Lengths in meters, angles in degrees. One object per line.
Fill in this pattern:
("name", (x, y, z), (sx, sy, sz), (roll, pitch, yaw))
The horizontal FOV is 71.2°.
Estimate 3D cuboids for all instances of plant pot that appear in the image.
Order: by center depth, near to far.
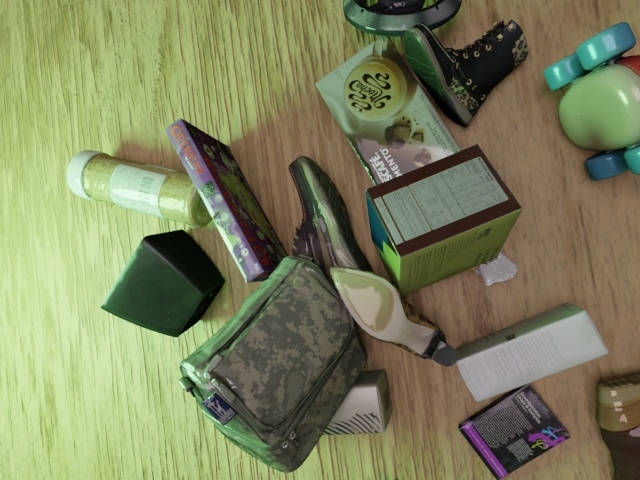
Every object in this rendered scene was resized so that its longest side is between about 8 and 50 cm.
("plant pot", (-0.328, 0.103, 0.999), (0.166, 0.187, 0.188), (34, 99, 2))

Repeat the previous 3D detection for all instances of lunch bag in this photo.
("lunch bag", (-0.081, 0.205, 0.792), (0.212, 0.305, 0.256), (11, 136, 39))

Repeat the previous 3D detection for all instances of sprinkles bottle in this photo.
("sprinkles bottle", (-0.418, -0.124, 1.055), (0.354, 0.121, 0.122), (15, 93, 17))

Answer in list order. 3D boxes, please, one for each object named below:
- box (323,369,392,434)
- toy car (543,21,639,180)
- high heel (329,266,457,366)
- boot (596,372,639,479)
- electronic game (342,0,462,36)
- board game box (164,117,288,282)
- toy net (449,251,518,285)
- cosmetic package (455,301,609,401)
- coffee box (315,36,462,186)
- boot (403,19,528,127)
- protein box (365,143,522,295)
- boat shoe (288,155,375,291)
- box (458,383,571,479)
("box", (0.001, 0.334, 0.918), (0.274, 0.113, 0.094), (-10, 87, 18))
("toy car", (0.542, -0.250, 0.726), (0.237, 0.210, 0.219), (-26, 91, 3))
("high heel", (0.123, 0.135, 0.829), (0.261, 0.186, 0.093), (37, 88, 6))
("boot", (0.608, 0.319, 0.755), (0.248, 0.090, 0.207), (-15, 96, 15))
("electronic game", (0.157, -0.467, 0.871), (0.229, 0.048, 0.230), (-4, 55, 5))
("board game box", (-0.178, -0.074, 0.934), (0.056, 0.208, 0.347), (-32, 80, 14))
("toy net", (0.264, 0.026, 0.881), (0.232, 0.045, 0.122), (11, 68, 15))
("cosmetic package", (0.366, 0.197, 0.802), (0.231, 0.117, 0.086), (-29, 82, 14))
("coffee box", (0.142, -0.219, 0.881), (0.168, 0.119, 0.297), (-31, 79, 14))
("boot", (0.265, -0.341, 0.807), (0.178, 0.236, 0.085), (-45, 42, 7))
("protein box", (0.201, -0.025, 0.778), (0.201, 0.200, 0.136), (-22, 64, -1))
("boat shoe", (0.000, 0.000, 0.915), (0.130, 0.132, 0.356), (-25, 81, 17))
("box", (0.362, 0.359, 0.845), (0.162, 0.029, 0.116), (-39, 79, 14))
